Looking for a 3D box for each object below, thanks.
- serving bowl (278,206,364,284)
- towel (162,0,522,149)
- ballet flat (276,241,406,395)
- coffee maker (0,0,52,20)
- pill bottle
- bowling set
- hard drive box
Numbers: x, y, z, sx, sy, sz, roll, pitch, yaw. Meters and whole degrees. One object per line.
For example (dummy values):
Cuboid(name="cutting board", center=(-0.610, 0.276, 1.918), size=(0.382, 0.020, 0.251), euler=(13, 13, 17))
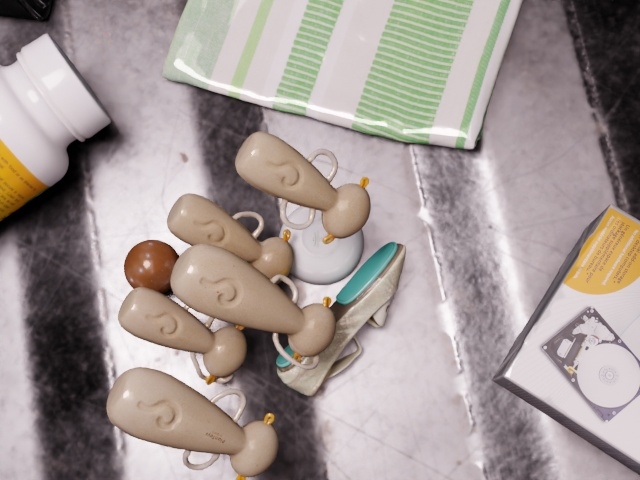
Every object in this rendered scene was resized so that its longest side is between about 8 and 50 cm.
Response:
Cuboid(name="serving bowl", center=(0.000, 0.000, 0.826), size=(0.083, 0.027, 0.083), euler=(-1, 78, 3))
Cuboid(name="towel", center=(0.031, -0.236, 0.868), size=(0.325, 0.038, 0.247), euler=(17, 81, 7))
Cuboid(name="ballet flat", center=(0.029, 0.075, 0.804), size=(0.168, 0.057, 0.052), euler=(-46, 107, -2))
Cuboid(name="coffee maker", center=(-0.368, -0.272, 0.877), size=(0.178, 0.120, 0.171), euler=(6, 102, 6))
Cuboid(name="pill bottle", center=(-0.327, -0.083, 0.811), size=(0.246, 0.136, 0.136), euler=(-35, 78, -4))
Cuboid(name="bowling set", center=(-0.079, 0.042, 0.776), size=(0.154, 0.200, 0.287), euler=(30, 89, -27))
Cuboid(name="hard drive box", center=(0.299, 0.108, 0.751), size=(0.232, 0.089, 0.181), euler=(32, 83, 9))
